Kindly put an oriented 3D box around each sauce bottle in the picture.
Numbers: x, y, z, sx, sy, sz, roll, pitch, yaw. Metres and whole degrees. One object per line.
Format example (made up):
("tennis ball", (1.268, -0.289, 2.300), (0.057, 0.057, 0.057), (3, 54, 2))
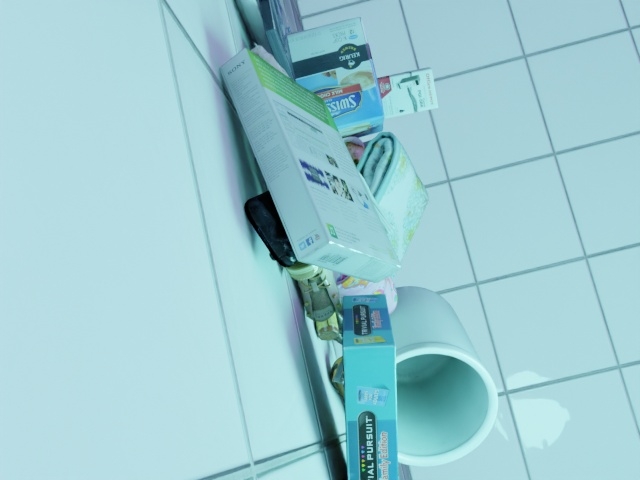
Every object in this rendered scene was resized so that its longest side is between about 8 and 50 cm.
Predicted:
("sauce bottle", (0.006, 0.126, 1.555), (0.042, 0.042, 0.128), (70, 9, -52))

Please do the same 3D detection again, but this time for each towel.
("towel", (0.006, -0.180, 1.564), (0.317, 0.053, 0.332), (57, 4, 35))
("towel", (0.131, -0.031, 1.992), (0.374, 0.090, 0.320), (-63, 154, -13))

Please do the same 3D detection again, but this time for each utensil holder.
("utensil holder", (0.247, 0.326, 2.112), (0.385, 0.327, 0.327), (-96, 171, -68))

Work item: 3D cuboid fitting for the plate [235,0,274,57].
("plate", (-0.150, -0.527, 1.638), (0.277, 0.045, 0.278), (63, 14, -66))

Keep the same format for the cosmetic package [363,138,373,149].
("cosmetic package", (0.085, -0.173, 2.158), (0.127, 0.238, 0.107), (-99, 173, -48))

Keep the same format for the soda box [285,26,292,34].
("soda box", (-0.081, -0.459, 2.157), (0.063, 0.058, 0.183), (-99, 173, -47))

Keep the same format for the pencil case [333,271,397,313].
("pencil case", (0.072, 0.081, 1.744), (0.284, 0.124, 0.124), (41, 34, -61))

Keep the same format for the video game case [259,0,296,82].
("video game case", (-0.096, -0.456, 1.647), (0.196, 0.026, 0.274), (67, 10, -61))

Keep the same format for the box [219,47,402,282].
("box", (-0.011, -0.101, 1.188), (0.232, 0.058, 0.322), (20, 44, -59))

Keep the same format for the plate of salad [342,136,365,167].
("plate of salad", (0.042, -0.160, 1.996), (0.048, 0.200, 0.200), (40, -14, 27))

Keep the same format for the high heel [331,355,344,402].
("high heel", (0.067, 0.343, 1.616), (0.186, 0.093, 0.261), (-14, 104, -62))

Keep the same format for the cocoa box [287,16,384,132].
("cocoa box", (0.018, -0.352, 1.941), (0.347, 0.231, 0.228), (-29, 106, -86))

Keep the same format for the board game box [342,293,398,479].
("board game box", (0.078, 0.284, 1.330), (0.254, 0.079, 0.336), (-85, 172, -77))

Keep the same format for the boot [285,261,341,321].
("boot", (-0.011, 0.063, 1.370), (0.213, 0.077, 0.165), (-92, 169, -70))

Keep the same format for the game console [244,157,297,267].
("game console", (-0.036, -0.052, 1.235), (0.213, 0.044, 0.361), (48, 18, 1))

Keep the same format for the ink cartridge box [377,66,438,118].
("ink cartridge box", (0.210, -0.357, 2.000), (0.056, 0.135, 0.099), (-83, 161, -76))

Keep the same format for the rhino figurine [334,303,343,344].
("rhino figurine", (0.045, 0.172, 1.675), (0.106, 0.073, 0.243), (57, -1, 20))
